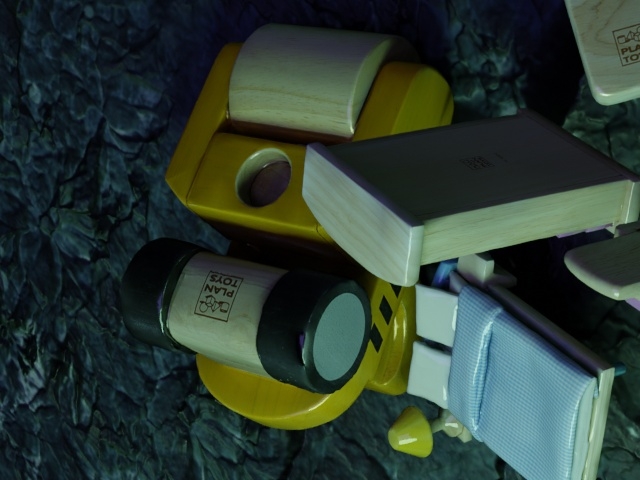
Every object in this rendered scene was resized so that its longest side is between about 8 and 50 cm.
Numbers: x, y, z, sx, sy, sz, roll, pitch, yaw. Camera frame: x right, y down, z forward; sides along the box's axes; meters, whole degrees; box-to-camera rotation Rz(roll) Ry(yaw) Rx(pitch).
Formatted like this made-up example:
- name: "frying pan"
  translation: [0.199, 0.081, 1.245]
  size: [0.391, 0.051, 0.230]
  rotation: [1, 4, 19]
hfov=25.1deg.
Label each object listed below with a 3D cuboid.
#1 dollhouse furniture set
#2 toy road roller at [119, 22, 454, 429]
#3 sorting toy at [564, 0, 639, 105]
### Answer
- name: "dollhouse furniture set"
  translation: [0.122, 0.097, 1.036]
  size: [0.286, 0.198, 0.303]
  rotation: [41, 135, 48]
- name: "toy road roller"
  translation: [0.000, 0.000, 1.240]
  size: [0.202, 0.240, 0.330]
  rotation: [12, 75, 33]
- name: "sorting toy"
  translation: [0.271, -0.232, 0.933]
  size: [0.257, 0.089, 0.256]
  rotation: [-15, 77, 8]
